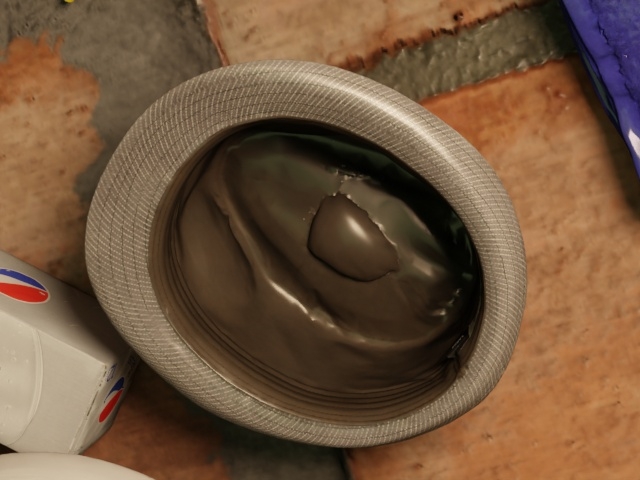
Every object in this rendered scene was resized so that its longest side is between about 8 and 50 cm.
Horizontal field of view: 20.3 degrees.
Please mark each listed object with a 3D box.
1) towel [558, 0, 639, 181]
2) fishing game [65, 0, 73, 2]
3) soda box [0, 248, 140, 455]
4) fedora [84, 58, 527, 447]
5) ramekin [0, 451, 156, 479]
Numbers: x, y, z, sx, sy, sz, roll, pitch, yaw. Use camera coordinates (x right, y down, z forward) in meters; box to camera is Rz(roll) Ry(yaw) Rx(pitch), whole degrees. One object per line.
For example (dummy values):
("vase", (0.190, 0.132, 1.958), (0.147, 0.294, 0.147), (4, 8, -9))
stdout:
("towel", (0.295, -0.170, 1.056), (0.308, 0.076, 0.228), (-21, 103, 17))
("fishing game", (-0.270, -0.253, 1.195), (0.264, 0.041, 0.189), (24, 105, 8))
("soda box", (-0.269, 0.046, 1.233), (0.286, 0.098, 0.091), (27, 108, 7))
("fedora", (0.000, 0.000, 1.137), (0.275, 0.124, 0.244), (26, 110, -1))
("ramekin", (-0.171, 0.281, 1.197), (0.272, 0.127, 0.273), (8, 127, 11))
